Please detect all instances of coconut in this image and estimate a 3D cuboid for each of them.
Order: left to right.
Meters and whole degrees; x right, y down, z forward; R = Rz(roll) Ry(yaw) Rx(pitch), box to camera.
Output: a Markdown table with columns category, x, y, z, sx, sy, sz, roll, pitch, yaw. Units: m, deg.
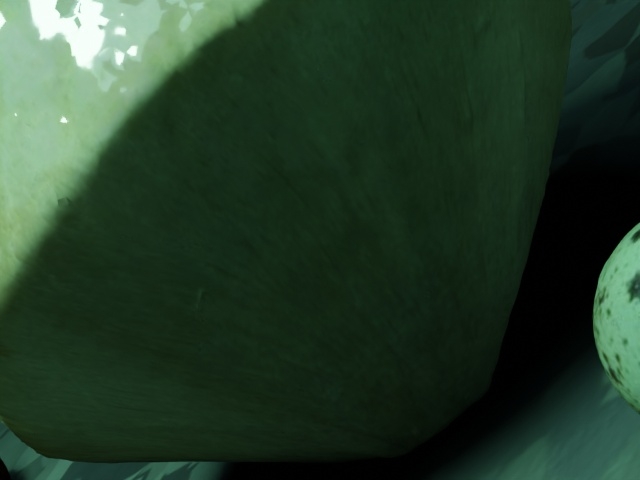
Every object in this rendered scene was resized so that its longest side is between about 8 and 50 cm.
| category | x | y | z | sx | sy | sz | roll | pitch | yaw |
| --- | --- | --- | --- | --- | --- | --- | --- | --- | --- |
| coconut | -0.052 | -0.060 | 0.850 | 0.344 | 0.415 | 0.415 | -34 | 11 | -10 |

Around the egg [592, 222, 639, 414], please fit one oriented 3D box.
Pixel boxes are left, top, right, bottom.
| category | x | y | z | sx | sy | sz | roll | pitch | yaw |
| --- | --- | --- | --- | --- | --- | --- | --- | --- | --- |
| egg | 0.138 | 0.024 | 0.533 | 0.110 | 0.085 | 0.085 | -17 | 27 | 48 |

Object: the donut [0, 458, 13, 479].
| category | x | y | z | sx | sy | sz | roll | pitch | yaw |
| --- | --- | --- | --- | --- | --- | --- | --- | --- | --- |
| donut | -0.290 | 0.194 | 1.181 | 0.112 | 0.151 | 0.295 | -59 | -7 | 2 |
